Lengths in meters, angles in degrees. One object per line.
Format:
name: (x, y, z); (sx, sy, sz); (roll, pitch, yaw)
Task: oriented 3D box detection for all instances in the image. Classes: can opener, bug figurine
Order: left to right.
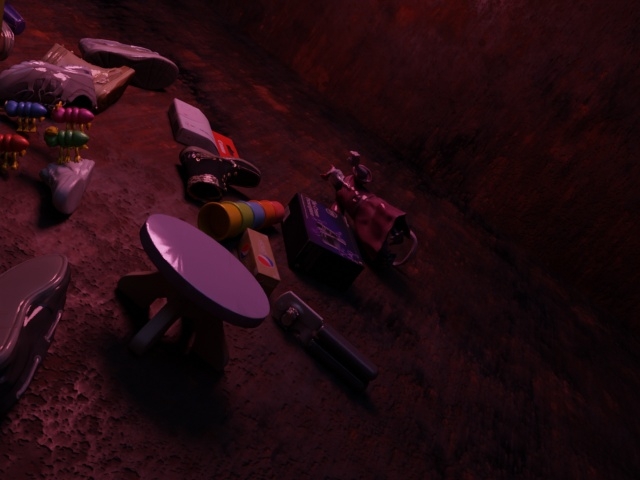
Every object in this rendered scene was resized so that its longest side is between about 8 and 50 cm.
bug figurine: (-0.596, -0.239, 1.430); (0.216, 0.072, 0.279); (1, 31, -12)
can opener: (0.011, 0.213, 1.484); (0.280, 0.074, 0.093); (41, 22, 11)

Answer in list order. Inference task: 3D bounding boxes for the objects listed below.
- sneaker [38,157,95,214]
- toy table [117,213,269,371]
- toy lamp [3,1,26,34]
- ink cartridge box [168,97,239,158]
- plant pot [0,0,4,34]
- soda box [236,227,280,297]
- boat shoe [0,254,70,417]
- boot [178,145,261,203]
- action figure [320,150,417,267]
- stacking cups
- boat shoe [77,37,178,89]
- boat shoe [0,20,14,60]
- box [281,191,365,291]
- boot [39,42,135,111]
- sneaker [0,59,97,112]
sneaker: (-0.529, -0.119, 1.372); (0.094, 0.080, 0.212); (18, 20, -14)
toy table: (-0.241, 0.100, 1.230); (0.274, 0.161, 0.252); (44, 23, 16)
toy lamp: (-0.922, -0.653, 1.821); (0.274, 0.080, 0.080); (37, 22, 1)
ink cartridge box: (-0.342, -0.328, 2.054); (0.232, 0.066, 0.189); (16, 29, -31)
plant pot: (-0.760, -0.428, 1.256); (0.366, 0.353, 0.366); (30, 24, -14)
soda box: (-0.149, 0.050, 1.591); (0.061, 0.058, 0.181); (23, 27, -29)
boat shoe: (-0.448, 0.129, 0.994); (0.112, 0.096, 0.335); (-4, 25, -2)
boot: (-0.260, -0.155, 1.800); (0.236, 0.085, 0.179); (17, 31, -27)
action figure: (0.143, -0.114, 2.085); (0.275, 0.248, 0.370); (5, 40, -53)
stacking cups: (-0.181, -0.061, 1.715); (0.096, 0.096, 0.316); (43, 23, 16)
boat shoe: (-0.579, -0.547, 2.061); (0.320, 0.118, 0.103); (-2, 48, -46)
boat shoe: (-0.891, -0.562, 1.638); (0.324, 0.123, 0.116); (39, 25, 11)
box: (0.000, 0.000, 1.852); (0.184, 0.103, 0.261); (28, 24, -25)
boot: (-0.635, -0.462, 1.842); (0.203, 0.095, 0.262); (31, 29, -10)
sneaker: (-0.646, -0.355, 1.600); (0.281, 0.105, 0.115); (-21, 86, -50)
